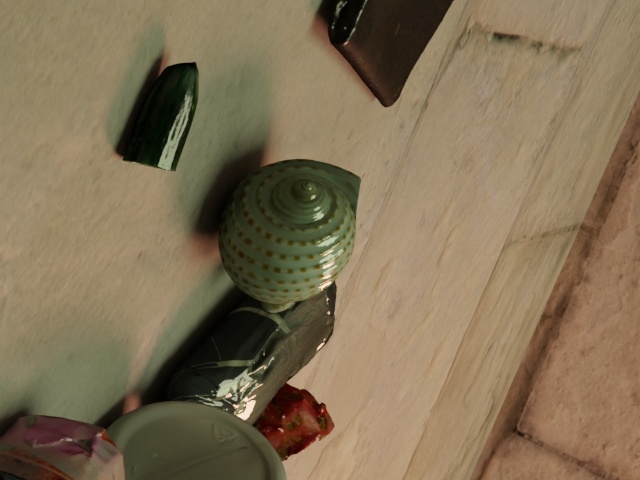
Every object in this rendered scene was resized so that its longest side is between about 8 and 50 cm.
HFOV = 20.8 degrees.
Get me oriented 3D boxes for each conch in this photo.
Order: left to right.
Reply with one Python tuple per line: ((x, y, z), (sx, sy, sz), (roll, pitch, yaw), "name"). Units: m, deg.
((-0.044, -0.009, 1.799), (0.200, 0.131, 0.172), (-43, -151, 44), "conch")

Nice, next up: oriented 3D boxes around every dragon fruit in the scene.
((-0.066, 0.204, 2.101), (0.153, 0.153, 0.111), (-32, 103, -60), "dragon fruit")

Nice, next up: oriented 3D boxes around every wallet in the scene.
((0.080, -0.258, 1.953), (0.170, 0.044, 0.321), (-63, 166, -2), "wallet")

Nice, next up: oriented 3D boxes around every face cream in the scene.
((-0.146, 0.293, 1.781), (0.201, 0.201, 0.187), (-44, 157, -48), "face cream")

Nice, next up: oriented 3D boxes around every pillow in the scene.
((-0.071, 0.128, 1.964), (0.335, 0.092, 0.162), (-48, 158, -42), "pillow")

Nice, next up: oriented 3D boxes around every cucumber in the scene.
((-0.136, -0.110, 1.524), (0.105, 0.048, 0.048), (-70, 162, 8), "cucumber")

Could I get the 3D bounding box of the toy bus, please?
((-0.256, 0.292, 1.607), (0.147, 0.127, 0.303), (-53, 159, -46), "toy bus")
